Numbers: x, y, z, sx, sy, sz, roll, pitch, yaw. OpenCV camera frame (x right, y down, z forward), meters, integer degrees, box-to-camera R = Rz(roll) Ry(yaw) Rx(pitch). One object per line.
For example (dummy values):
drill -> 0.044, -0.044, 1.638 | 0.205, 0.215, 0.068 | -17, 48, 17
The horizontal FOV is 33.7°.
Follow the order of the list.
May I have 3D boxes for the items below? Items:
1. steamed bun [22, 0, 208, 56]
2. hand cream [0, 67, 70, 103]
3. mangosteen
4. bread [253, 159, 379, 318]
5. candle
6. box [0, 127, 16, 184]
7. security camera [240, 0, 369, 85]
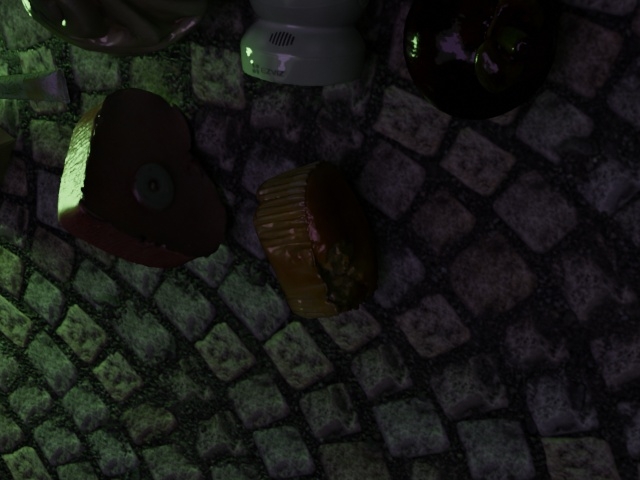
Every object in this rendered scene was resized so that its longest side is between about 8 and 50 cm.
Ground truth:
steamed bun -> -0.351, -0.440, 1.631 | 0.352, 0.247, 0.339 | 1, 115, 60
hand cream -> -0.554, -0.287, 1.976 | 0.195, 0.042, 0.067 | 3, 109, 25
mangosteen -> 0.217, -0.261, 1.423 | 0.216, 0.216, 0.216 | 12, 115, 26
bread -> 0.000, 0.000, 1.682 | 0.133, 0.179, 0.250 | -11, 103, 29
candle -> -0.319, -0.080, 1.779 | 0.131, 0.287, 0.317 | -25, 98, 40
box -> -0.715, -0.152, 2.094 | 0.168, 0.095, 0.212 | 36, 123, 11
security camera -> -0.022, -0.357, 1.547 | 0.195, 0.194, 0.236 | 13, 113, 26
